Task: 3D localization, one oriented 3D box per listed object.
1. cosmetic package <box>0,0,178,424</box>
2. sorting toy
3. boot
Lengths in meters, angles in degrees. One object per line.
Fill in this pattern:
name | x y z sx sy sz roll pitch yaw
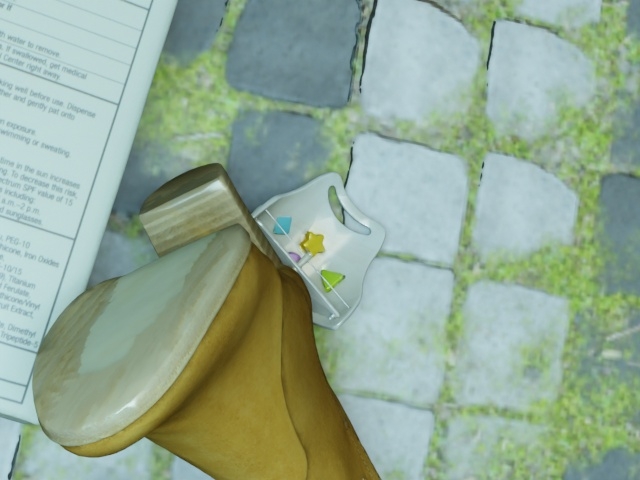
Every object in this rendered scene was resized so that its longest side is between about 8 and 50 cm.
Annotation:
cosmetic package | -0.177 -0.066 0.790 0.153 0.129 0.296 20 82 -13
sorting toy | 0.000 0.000 0.887 0.075 0.045 0.083 -43 99 -22
boot | -0.033 0.094 0.738 0.104 0.295 0.211 -24 106 12
